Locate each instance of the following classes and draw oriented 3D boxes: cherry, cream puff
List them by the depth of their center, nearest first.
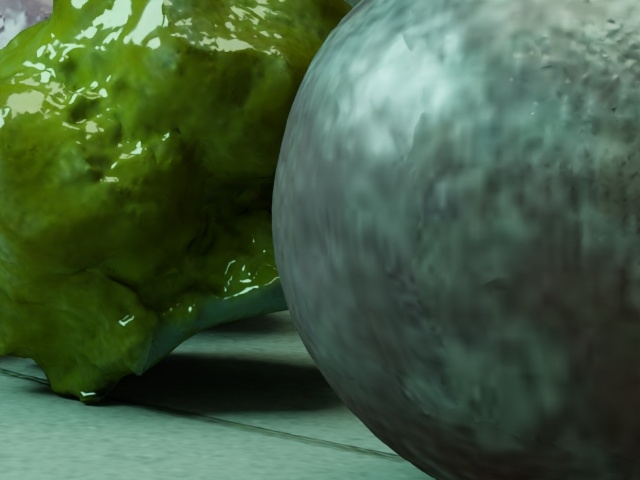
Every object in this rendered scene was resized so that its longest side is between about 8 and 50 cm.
[{"bbox_3d":[0.097,-0.006,0.474,0.285,0.213,0.236,19,21,41],"label":"cherry"},{"bbox_3d":[-0.057,-0.017,0.665,0.185,0.282,0.282,45,24,24],"label":"cream puff"}]

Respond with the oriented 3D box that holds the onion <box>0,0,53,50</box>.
[{"bbox_3d":[-0.182,-0.095,0.939,0.358,0.345,0.358,-17,-6,-2],"label":"onion"}]
